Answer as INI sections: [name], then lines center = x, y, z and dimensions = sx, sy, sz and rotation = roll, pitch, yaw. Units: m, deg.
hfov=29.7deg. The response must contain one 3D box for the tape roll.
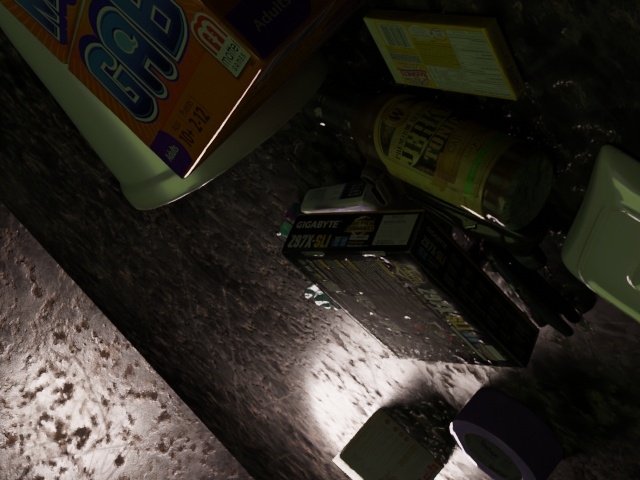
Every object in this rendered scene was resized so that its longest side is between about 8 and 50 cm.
[tape roll]
center = 0.324, 0.352, 2.110
dimensions = 0.189, 0.080, 0.189
rotation = 37, 157, 18

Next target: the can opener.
[can opener]
center = 0.293, 0.064, 1.660
dimensions = 0.186, 0.059, 0.073
rotation = 51, 157, -18

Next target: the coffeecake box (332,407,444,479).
[coffeecake box]
center = 0.145, 0.473, 2.557
dimensions = 0.185, 0.142, 0.068
rotation = 42, 159, 3

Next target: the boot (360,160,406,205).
[boot]
center = 0.113, -0.079, 1.669
dimensions = 0.118, 0.087, 0.042
rotation = 44, 157, -3

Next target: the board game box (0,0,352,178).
[board game box]
center = -0.111, -0.345, 1.204
dimensions = 0.356, 0.356, 0.356
rotation = 44, 158, -3

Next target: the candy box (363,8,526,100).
[candy box]
center = 0.145, -0.223, 1.432
dimensions = 0.206, 0.027, 0.105
rotation = 17, 149, 48

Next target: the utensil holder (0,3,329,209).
[utensil holder]
center = -0.231, -0.288, 1.571
dimensions = 0.385, 0.327, 0.328
rotation = 53, 157, -18

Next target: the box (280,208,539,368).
[box]
center = 0.134, 0.076, 1.788
dimensions = 0.257, 0.079, 0.322
rotation = -3, 144, 45

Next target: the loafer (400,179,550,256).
[loafer]
center = 0.196, -0.036, 1.597
dimensions = 0.220, 0.080, 0.078
rotation = 31, 143, 27

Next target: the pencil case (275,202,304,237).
[pencil case]
center = 0.000, 0.000, 2.042
dimensions = 0.152, 0.064, 0.070
rotation = 34, -177, 21

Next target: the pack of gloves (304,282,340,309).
[pack of gloves]
center = 0.069, 0.095, 2.012
dimensions = 0.195, 0.046, 0.232
rotation = 12, 155, 0

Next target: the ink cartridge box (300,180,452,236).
[ink cartridge box]
center = 0.102, -0.023, 1.814
dimensions = 0.208, 0.045, 0.206
rotation = 29, 165, -23

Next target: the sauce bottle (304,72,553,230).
[sauce bottle]
center = 0.125, -0.124, 1.534
dimensions = 0.344, 0.111, 0.111
rotation = 27, 153, 32

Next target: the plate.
[plate]
center = 0.414, 0.041, 1.430
dimensions = 0.277, 0.045, 0.278
rotation = 37, 157, 18
